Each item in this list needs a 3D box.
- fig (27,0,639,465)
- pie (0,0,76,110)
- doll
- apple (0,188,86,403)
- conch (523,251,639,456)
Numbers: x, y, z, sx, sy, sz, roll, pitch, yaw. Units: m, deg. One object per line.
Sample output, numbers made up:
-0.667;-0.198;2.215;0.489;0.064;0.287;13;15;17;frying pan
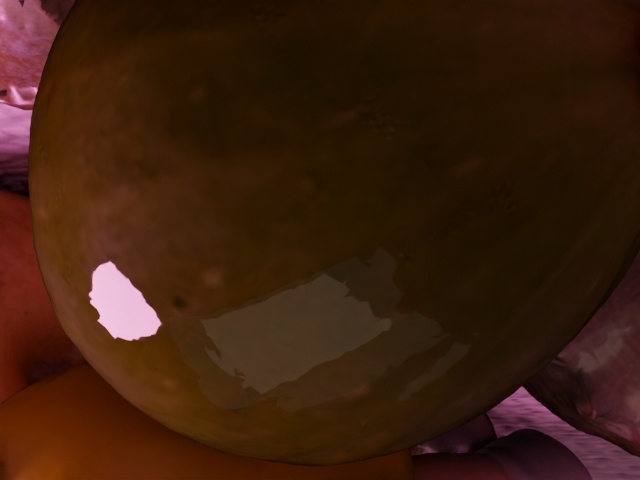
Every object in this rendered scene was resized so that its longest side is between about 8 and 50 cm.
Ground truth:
0.027;-0.044;0.780;0.316;0.316;0.316;9;159;4;fig
-0.291;-0.152;0.958;0.338;0.075;0.337;13;157;6;pie
-0.035;0.138;0.999;0.423;0.161;0.348;6;180;-12;doll
-0.276;0.125;1.288;0.364;0.364;0.364;9;159;4;apple
0.205;0.041;1.056;0.297;0.210;0.352;33;151;-16;conch
